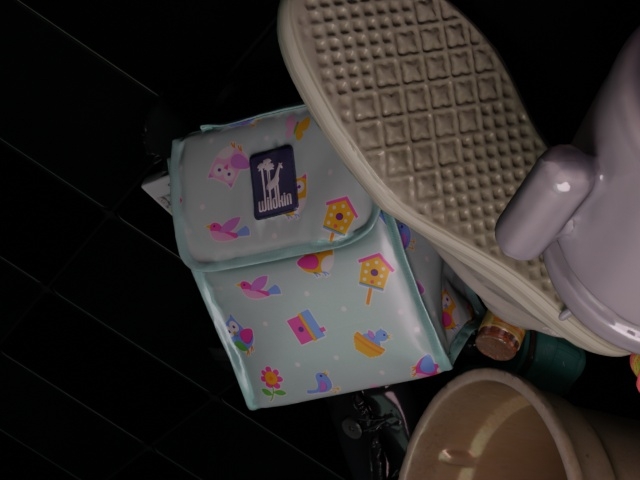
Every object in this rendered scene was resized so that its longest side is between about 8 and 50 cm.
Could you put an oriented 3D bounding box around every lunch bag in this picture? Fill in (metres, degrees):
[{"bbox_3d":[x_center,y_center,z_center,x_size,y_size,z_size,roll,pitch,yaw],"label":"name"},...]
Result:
[{"bbox_3d":[0.000,0.000,1.520,0.223,0.160,0.262,-13,109,28],"label":"lunch bag"}]

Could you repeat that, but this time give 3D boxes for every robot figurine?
[{"bbox_3d":[0.283,-0.040,1.257,0.299,0.200,0.353,-4,150,-14],"label":"robot figurine"}]

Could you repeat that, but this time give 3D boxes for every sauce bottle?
[{"bbox_3d":[0.179,0.049,1.535,0.042,0.128,0.042,18,148,12],"label":"sauce bottle"}]

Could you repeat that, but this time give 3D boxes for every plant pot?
[{"bbox_3d":[0.279,0.294,1.617,0.305,0.334,0.334,5,158,-26],"label":"plant pot"}]

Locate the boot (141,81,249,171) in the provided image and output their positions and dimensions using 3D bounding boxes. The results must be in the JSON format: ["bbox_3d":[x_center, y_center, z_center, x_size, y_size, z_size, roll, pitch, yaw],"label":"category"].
[{"bbox_3d":[-0.121,-0.113,1.609,0.099,0.045,0.121,34,127,32],"label":"boot"}]

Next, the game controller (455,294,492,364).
[{"bbox_3d":[0.032,0.026,1.652,0.319,0.067,0.166,14,142,13],"label":"game controller"}]

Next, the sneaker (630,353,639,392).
[{"bbox_3d":[0.290,0.118,1.374,0.094,0.081,0.208,28,-172,18],"label":"sneaker"}]

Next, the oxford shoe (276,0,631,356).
[{"bbox_3d":[0.118,-0.059,1.413,0.449,0.169,0.130,42,165,-23],"label":"oxford shoe"}]

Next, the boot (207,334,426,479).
[{"bbox_3d":[0.007,0.175,1.826,0.246,0.094,0.207,-11,108,38],"label":"boot"}]

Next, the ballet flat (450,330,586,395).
[{"bbox_3d":[0.199,0.156,1.729,0.087,0.083,0.247,19,152,-12],"label":"ballet flat"}]

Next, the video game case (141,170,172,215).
[{"bbox_3d":[-0.089,-0.025,1.741,0.157,0.019,0.143,44,145,-24],"label":"video game case"}]
